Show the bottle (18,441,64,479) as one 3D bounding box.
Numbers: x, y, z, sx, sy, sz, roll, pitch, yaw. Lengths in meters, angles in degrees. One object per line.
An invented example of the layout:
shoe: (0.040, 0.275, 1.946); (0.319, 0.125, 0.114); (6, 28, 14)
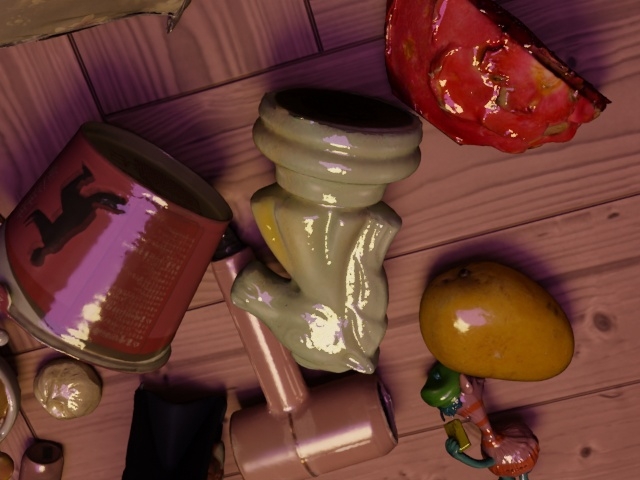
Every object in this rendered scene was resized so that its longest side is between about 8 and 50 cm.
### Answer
bottle: (-0.369, 0.332, 1.152); (0.053, 0.053, 0.140); (14, 114, -5)

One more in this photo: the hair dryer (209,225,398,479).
hair dryer: (-0.047, 0.123, 1.034); (0.189, 0.107, 0.344); (-18, 107, 9)

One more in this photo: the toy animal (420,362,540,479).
toy animal: (0.200, 0.243, 1.074); (0.100, 0.103, 0.208); (-4, 128, 52)

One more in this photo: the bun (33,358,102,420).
bun: (-0.314, 0.188, 1.085); (0.086, 0.055, 0.086); (1, 114, 2)

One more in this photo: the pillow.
pillow: (-0.213, -0.248, 0.804); (0.059, 0.255, 0.169); (58, 144, 14)

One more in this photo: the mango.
mango: (0.204, 0.100, 1.014); (0.195, 0.098, 0.137); (31, 109, -20)

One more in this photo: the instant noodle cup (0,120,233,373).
instant noodle cup: (-0.211, 0.000, 0.915); (0.235, 0.235, 0.178); (33, 102, -13)

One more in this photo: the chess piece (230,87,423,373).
chess piece: (0.000, 0.000, 0.925); (0.176, 0.176, 0.298); (8, 112, -2)

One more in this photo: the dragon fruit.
dragon fruit: (0.164, -0.161, 0.879); (0.262, 0.163, 0.189); (31, 139, -12)

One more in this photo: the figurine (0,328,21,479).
figurine: (-0.441, 0.237, 1.077); (0.194, 0.133, 0.274); (15, 122, 20)

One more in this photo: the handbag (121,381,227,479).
handbag: (-0.178, 0.373, 1.019); (0.122, 0.329, 0.303); (5, 115, -5)

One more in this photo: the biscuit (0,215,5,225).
biscuit: (-0.360, 0.012, 1.028); (0.092, 0.016, 0.082); (16, 113, -4)
